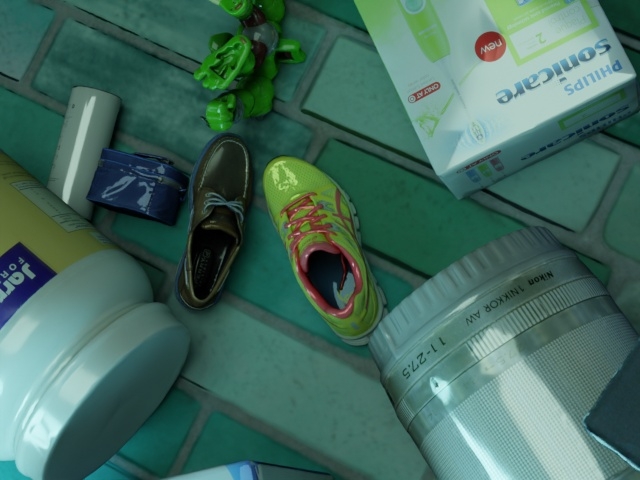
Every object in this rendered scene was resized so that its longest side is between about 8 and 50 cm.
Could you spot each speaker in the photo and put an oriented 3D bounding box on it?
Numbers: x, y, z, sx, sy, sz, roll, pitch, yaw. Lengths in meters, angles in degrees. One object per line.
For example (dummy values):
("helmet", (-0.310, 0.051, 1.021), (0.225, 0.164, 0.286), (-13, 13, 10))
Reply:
("speaker", (-0.250, -0.089, 1.652), (0.055, 0.055, 0.136), (11, 82, 17))

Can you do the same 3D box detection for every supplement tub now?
("supplement tub", (-0.315, 0.061, 1.538), (0.331, 0.241, 0.241), (38, 91, 16))

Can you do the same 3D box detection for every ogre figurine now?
("ogre figurine", (-0.073, -0.199, 1.592), (0.097, 0.118, 0.197), (-16, 74, 16))

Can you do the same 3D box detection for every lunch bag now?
("lunch bag", (-0.183, -0.058, 1.620), (0.098, 0.067, 0.065), (14, 84, 14))

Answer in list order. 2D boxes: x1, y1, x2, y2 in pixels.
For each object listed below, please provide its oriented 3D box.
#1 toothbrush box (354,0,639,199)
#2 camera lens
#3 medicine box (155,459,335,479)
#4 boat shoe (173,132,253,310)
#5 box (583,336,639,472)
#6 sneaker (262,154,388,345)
("toothbrush box", (0.157, -0.215, 1.531), (0.206, 0.122, 0.283), (-26, 75, 9))
("camera lens", (0.196, 0.154, 1.394), (0.219, 0.219, 0.274), (-35, 72, 6))
("medicine box", (-0.140, 0.304, 1.433), (0.289, 0.263, 0.149), (-15, 76, 12))
("boat shoe", (-0.100, -0.019, 1.582), (0.066, 0.066, 0.183), (10, 88, -14))
("box", (0.501, 0.071, 1.169), (0.297, 0.472, 0.480), (34, 88, 32))
("sneaker", (0.000, 0.000, 1.545), (0.081, 0.094, 0.208), (-33, 71, 9))
